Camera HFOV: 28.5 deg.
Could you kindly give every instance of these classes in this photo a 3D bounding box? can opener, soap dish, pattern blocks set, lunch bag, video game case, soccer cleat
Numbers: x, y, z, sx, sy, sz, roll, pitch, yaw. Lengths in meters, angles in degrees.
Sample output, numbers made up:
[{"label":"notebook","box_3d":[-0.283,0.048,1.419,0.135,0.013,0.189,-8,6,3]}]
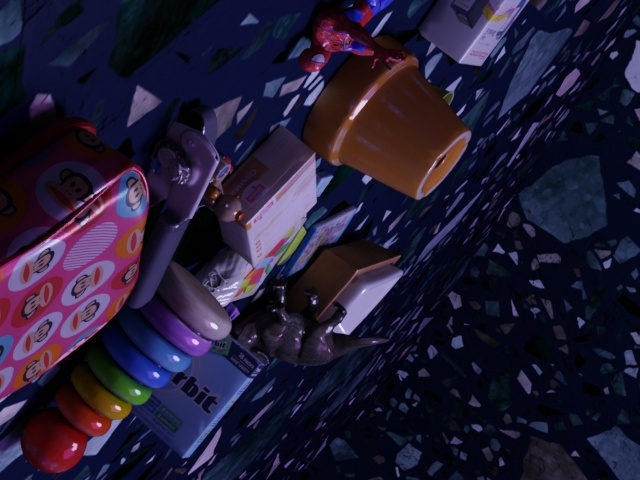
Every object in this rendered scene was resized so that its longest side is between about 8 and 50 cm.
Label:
[{"label":"can opener","box_3d":[-0.182,-0.033,1.506,0.093,0.074,0.280,-34,159,-52]},{"label":"soap dish","box_3d":[0.027,0.107,2.437,0.229,0.118,0.291,-49,168,17]},{"label":"pattern blocks set","box_3d":[-0.100,0.028,2.048,0.285,0.026,0.324,-31,156,-55]},{"label":"lunch bag","box_3d":[-0.297,0.040,1.232,0.258,0.120,0.293,-41,165,-32]},{"label":"video game case","box_3d":[0.000,0.000,2.320,0.119,0.015,0.166,-58,165,28]},{"label":"soccer cleat","box_3d":[-0.184,0.085,1.849,0.196,0.068,0.076,-44,163,-13]}]

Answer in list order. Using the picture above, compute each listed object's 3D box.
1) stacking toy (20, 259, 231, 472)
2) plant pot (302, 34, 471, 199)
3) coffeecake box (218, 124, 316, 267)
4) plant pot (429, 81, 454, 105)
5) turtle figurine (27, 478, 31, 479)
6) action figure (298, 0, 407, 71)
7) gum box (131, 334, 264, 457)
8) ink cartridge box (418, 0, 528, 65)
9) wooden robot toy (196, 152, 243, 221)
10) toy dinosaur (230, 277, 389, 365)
[{"label":"stacking toy","box_3d":[-0.280,0.181,1.700,0.330,0.141,0.141,-44,167,3]},{"label":"plant pot","box_3d":[0.110,-0.165,1.855,0.205,0.188,0.205,-47,167,-15]},{"label":"coffeecake box","box_3d":[-0.075,-0.060,1.794,0.142,0.068,0.185,-47,166,-15]},{"label":"plant pot","box_3d":[0.164,-0.235,2.077,0.083,0.079,0.083,-46,166,-15]},{"label":"turtle figurine","box_3d":[-0.468,0.358,1.548,0.234,0.118,0.175,-26,142,-25]},{"label":"action figure","box_3d":[0.095,-0.289,1.602,0.280,0.139,0.091,-43,164,-17]},{"label":"gum box","box_3d":[-0.204,0.210,1.917,0.184,0.157,0.041,-51,167,1]},{"label":"ink cartridge box","box_3d":[0.263,-0.383,1.972,0.212,0.093,0.154,-52,167,16]},{"label":"wooden robot toy","box_3d":[-0.125,-0.062,1.606,0.076,0.079,0.173,-48,167,-10]},{"label":"toy dinosaur","box_3d":[-0.041,0.167,2.262,0.314,0.121,0.160,4,123,-18]}]
